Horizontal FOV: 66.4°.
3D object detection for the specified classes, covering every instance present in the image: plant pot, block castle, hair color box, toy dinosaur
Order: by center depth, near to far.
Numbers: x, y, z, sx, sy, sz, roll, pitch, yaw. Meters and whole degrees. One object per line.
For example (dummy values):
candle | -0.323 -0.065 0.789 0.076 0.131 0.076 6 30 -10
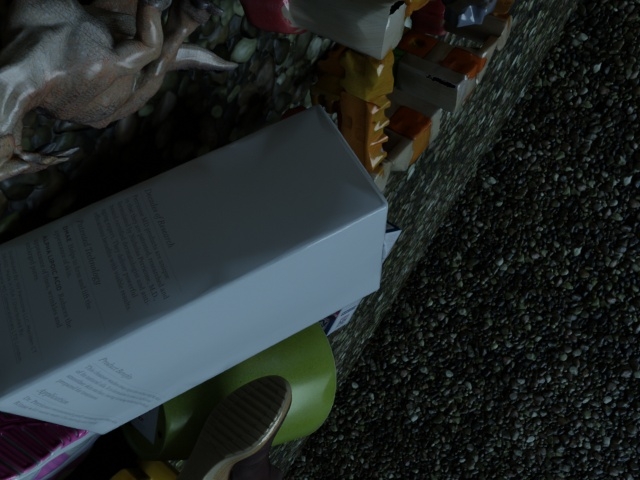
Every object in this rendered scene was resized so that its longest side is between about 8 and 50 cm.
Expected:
toy dinosaur | -0.189 -0.128 0.386 0.200 0.127 0.295 -56 175 23
block castle | 0.098 -0.307 0.652 0.453 0.213 0.303 -50 156 -25
plant pot | -0.171 0.242 0.822 0.293 0.275 0.275 -3 126 -50
hair color box | 0.089 0.095 1.429 0.347 0.105 0.174 -62 160 16

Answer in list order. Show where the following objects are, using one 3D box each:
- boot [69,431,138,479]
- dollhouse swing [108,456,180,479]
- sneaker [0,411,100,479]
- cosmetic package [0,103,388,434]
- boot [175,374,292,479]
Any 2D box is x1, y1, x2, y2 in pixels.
boot | -0.328 0.396 0.930 0.229 0.091 0.263 -44 156 -30
dollhouse swing | -0.287 0.524 0.692 0.347 0.315 0.305 -46 -173 -26
sneaker | -0.367 0.273 0.617 0.111 0.103 0.252 -62 160 12
cosmetic package | -0.126 0.041 0.536 0.385 0.156 0.217 -27 154 -12
boot | -0.105 0.323 0.728 0.248 0.090 0.207 -49 145 -10
